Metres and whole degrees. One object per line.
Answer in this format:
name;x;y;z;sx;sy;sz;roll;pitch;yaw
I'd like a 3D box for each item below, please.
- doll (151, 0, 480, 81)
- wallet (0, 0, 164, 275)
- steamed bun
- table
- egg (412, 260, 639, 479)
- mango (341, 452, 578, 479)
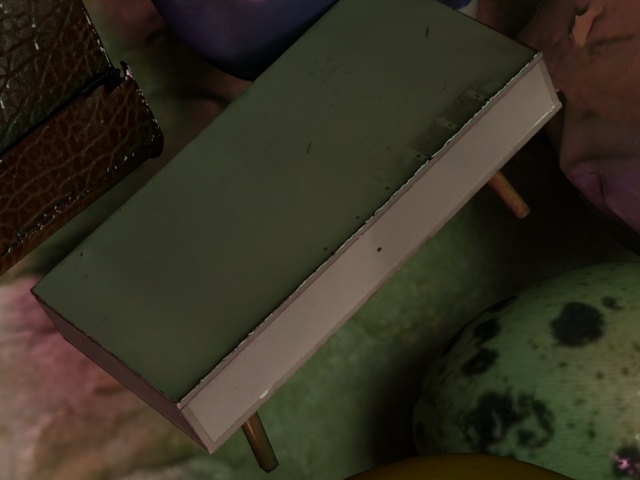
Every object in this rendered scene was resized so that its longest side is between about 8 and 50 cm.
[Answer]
doll;-0.001;-0.182;1.057;0.258;0.154;0.228;-21;96;-38
wallet;-0.178;-0.040;0.907;0.243;0.039;0.133;-42;106;-42
steamed bun;0.232;-0.070;1.135;0.268;0.280;0.207;37;62;1
table;0.000;0.000;0.958;0.240;0.121;0.111;-44;138;-14
egg;0.156;0.100;1.086;0.228;0.177;0.177;-2;78;-27
mango;0.112;0.301;0.949;0.446;0.232;0.300;54;43;-27
